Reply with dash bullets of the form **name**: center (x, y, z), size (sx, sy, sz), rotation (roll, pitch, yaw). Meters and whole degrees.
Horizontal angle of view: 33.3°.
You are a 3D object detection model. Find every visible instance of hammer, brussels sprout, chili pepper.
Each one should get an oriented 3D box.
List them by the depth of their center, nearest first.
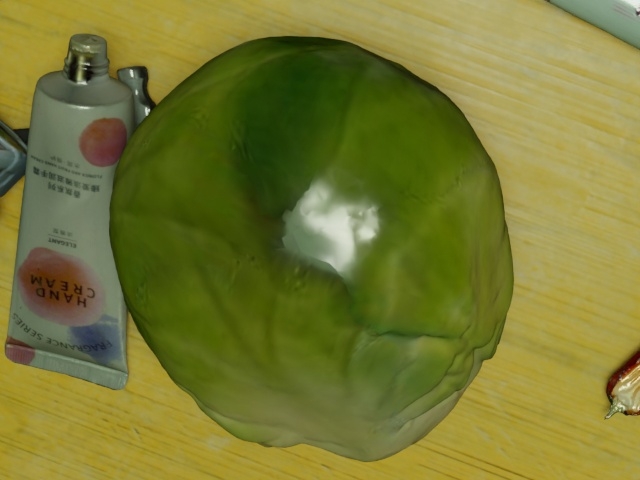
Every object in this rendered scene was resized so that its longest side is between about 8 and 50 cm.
- **brussels sprout**: center (0.000, 0.000, 0.855), size (0.344, 0.268, 0.344), rotation (7, 124, 11)
- **chili pepper**: center (0.312, 0.093, 0.941), size (0.045, 0.027, 0.178), rotation (40, 103, -6)
- **hammer**: center (-0.265, -0.087, 0.978), size (0.246, 0.029, 0.103), rotation (-10, 99, 10)

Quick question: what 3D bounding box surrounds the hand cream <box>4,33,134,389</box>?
- **hand cream**: center (-0.218, -0.017, 0.944), size (0.124, 0.078, 0.341), rotation (13, 117, 5)

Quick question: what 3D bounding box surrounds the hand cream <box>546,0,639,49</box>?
- **hand cream**: center (0.189, -0.233, 0.883), size (0.331, 0.058, 0.085), rotation (30, 120, 5)

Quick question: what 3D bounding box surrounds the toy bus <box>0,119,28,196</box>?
- **toy bus**: center (-0.390, 0.017, 0.904), size (0.109, 0.136, 0.330), rotation (39, 87, 1)
